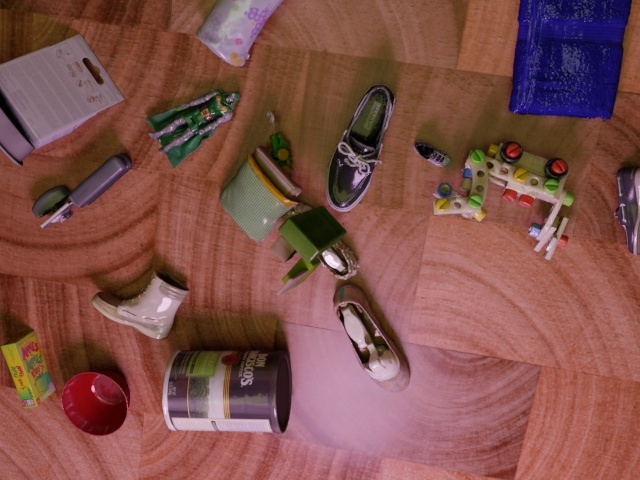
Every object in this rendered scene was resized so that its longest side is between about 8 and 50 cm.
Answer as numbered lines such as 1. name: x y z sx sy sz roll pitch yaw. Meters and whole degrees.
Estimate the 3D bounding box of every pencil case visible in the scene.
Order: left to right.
1. pencil case: -0.154 -0.517 1.367 0.124 0.113 0.273 34 106 -13

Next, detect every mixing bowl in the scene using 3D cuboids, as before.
1. mixing bowl: -0.576 0.410 1.654 0.182 0.098 0.181 1 104 6

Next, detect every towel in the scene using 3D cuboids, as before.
1. towel: 0.530 -0.416 1.326 0.228 0.076 0.307 4 104 7

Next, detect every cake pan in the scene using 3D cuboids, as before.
1. cake pan: -0.748 -0.305 1.420 0.054 0.293 0.293 -34 98 -11

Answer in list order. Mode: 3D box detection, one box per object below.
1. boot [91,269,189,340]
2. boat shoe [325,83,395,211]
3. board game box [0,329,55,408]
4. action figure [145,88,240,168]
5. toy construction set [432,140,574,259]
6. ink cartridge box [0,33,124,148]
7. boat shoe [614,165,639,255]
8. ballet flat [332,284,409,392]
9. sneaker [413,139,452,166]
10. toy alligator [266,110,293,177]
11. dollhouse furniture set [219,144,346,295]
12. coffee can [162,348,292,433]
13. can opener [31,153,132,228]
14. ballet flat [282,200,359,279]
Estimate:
1. boot: -0.454 0.140 1.584 0.213 0.077 0.165 27 106 -5
2. boat shoe: 0.090 -0.203 1.417 0.113 0.105 0.306 27 105 0
3. board game box: -0.774 0.341 1.664 0.043 0.092 0.181 -12 102 10
4. action figure: -0.289 -0.285 1.470 0.232 0.063 0.137 -30 95 9
5. toy construction set: 0.422 -0.093 1.380 0.328 0.151 0.214 25 81 -7
6. ink cartridge box: -0.609 -0.348 1.451 0.066 0.232 0.189 -22 104 52
7. boat shoe: 0.700 -0.067 1.410 0.065 0.075 0.205 13 118 48
8. ballet flat: 0.118 0.258 1.527 0.108 0.106 0.315 -31 98 13
9. sneaker: 0.255 -0.192 1.418 0.098 0.069 0.038 26 106 0
10. toy alligator: -0.091 -0.210 1.469 0.051 0.056 0.189 -12 105 -33
11. dollhouse furniture set: -0.125 -0.044 1.405 0.301 0.151 0.197 47 122 8
12. coffee can: -0.223 0.371 1.547 0.276 0.201 0.201 -1 103 8
13. can opener: -0.595 -0.131 1.535 0.283 0.076 0.095 -38 97 13
14. ballet flat: 0.000 0.000 1.493 0.241 0.077 0.091 43 106 -4
